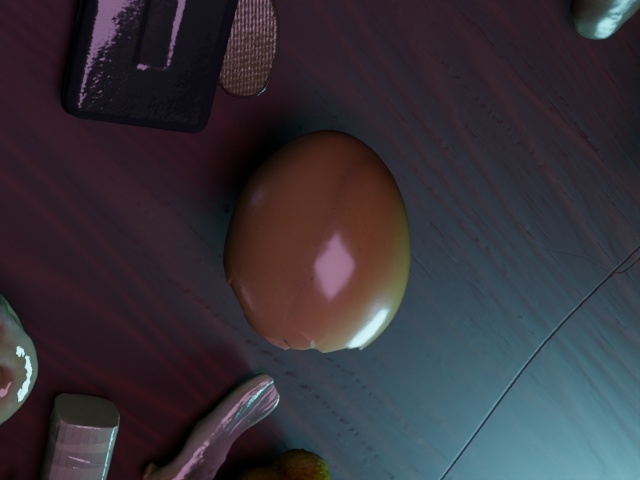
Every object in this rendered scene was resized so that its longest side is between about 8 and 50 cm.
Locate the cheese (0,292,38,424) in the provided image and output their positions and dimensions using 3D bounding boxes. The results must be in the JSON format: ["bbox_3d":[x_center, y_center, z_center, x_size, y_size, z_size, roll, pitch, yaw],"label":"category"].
[{"bbox_3d":[-0.417,0.134,1.711,0.235,0.117,0.218,12,112,-27],"label":"cheese"}]

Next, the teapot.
[{"bbox_3d":[-0.298,0.276,1.856,0.107,0.077,0.200,6,113,-20],"label":"teapot"}]

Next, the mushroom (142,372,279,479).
[{"bbox_3d":[-0.127,0.232,1.920,0.202,0.054,0.059,-47,128,0],"label":"mushroom"}]

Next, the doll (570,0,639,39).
[{"bbox_3d":[0.450,-0.239,1.819,0.252,0.378,0.382,-40,165,-46],"label":"doll"}]

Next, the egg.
[{"bbox_3d":[0.000,0.000,1.756,0.201,0.201,0.244,0,114,-22],"label":"egg"}]

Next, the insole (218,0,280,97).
[{"bbox_3d":[-0.083,-0.264,1.701,0.086,0.005,0.253,-9,119,-17],"label":"insole"}]

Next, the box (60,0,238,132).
[{"bbox_3d":[-0.166,-0.225,1.659,0.160,0.050,0.230,7,114,-22],"label":"box"}]

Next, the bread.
[{"bbox_3d":[-0.137,0.362,1.949,0.344,0.084,0.124,-29,136,-7],"label":"bread"}]
